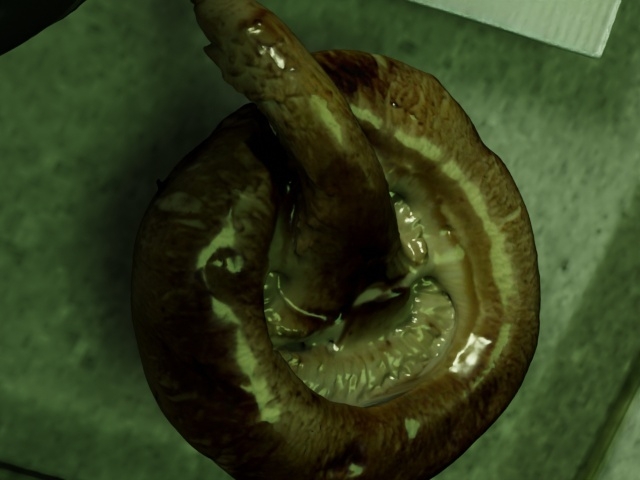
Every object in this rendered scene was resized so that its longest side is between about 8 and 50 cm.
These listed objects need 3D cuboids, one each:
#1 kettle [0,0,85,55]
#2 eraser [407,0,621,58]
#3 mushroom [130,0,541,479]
[{"bbox_3d":[-0.144,-0.136,0.303,0.290,0.207,0.268,-1,97,-46],"label":"kettle"},{"bbox_3d":[0.047,-0.123,0.536,0.150,0.023,0.104,11,102,-37],"label":"eraser"},{"bbox_3d":[-0.001,-0.001,0.519,0.135,0.080,0.171,-40,126,-30],"label":"mushroom"}]
